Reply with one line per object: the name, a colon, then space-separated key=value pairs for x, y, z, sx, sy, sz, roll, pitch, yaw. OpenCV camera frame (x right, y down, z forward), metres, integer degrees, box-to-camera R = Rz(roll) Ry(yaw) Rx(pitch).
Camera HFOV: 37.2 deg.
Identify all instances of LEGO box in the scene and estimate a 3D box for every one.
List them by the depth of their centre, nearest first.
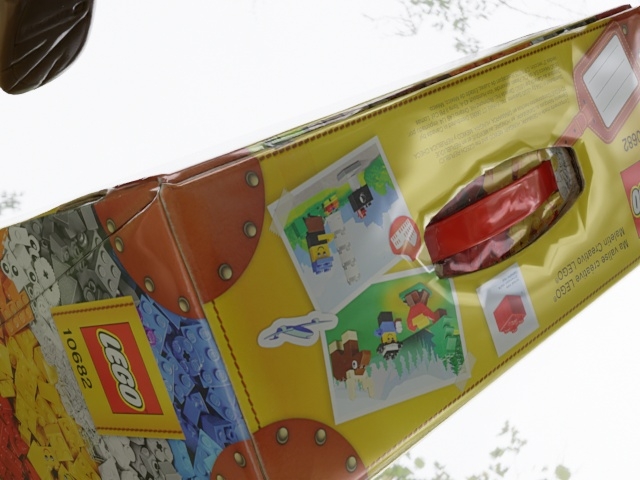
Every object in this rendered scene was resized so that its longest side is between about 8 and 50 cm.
LEGO box: x=0.000 y=0.000 z=0.736 sx=0.372 sy=0.500 sz=0.193 roll=-10 pitch=-78 yaw=47

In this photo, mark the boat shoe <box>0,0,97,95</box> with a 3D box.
boat shoe: x=-0.182 y=-0.210 z=0.573 sx=0.089 sy=0.104 sz=0.285 roll=46 pitch=-42 yaw=12
